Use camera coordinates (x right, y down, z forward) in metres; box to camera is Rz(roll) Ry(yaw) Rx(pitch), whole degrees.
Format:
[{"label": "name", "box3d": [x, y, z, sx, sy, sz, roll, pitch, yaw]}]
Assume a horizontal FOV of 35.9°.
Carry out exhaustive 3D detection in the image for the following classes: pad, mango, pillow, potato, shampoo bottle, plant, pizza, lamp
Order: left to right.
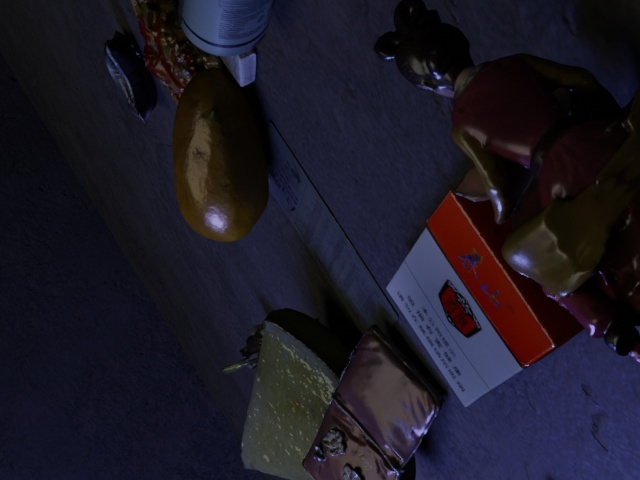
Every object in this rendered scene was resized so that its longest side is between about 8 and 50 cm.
[{"label": "pillow", "box3d": [-0.290, -0.250, 1.507, 0.091, 0.055, 0.136, 33, 147, 63]}, {"label": "pizza", "box3d": [-0.173, -0.221, 1.194, 0.199, 0.062, 0.188, 31, 149, 58]}, {"label": "mango", "box3d": [-0.115, -0.094, 1.135, 0.227, 0.109, 0.147, 90, 180, -46]}, {"label": "shampoo bottle", "box3d": [-0.068, -0.241, 0.794, 0.085, 0.085, 0.262, 58, 164, 8]}, {"label": "plant", "box3d": [-0.100, 0.182, 1.567, 0.116, 0.121, 0.105, 112, 138, -79]}, {"label": "pad", "box3d": [0.001, 0.000, 1.137, 0.265, 0.009, 0.159, 57, 163, 12]}, {"label": "potato", "box3d": [0.032, 0.244, 1.248, 0.255, 0.112, 0.270, 35, 131, 31]}, {"label": "pillow", "box3d": [0.055, 0.214, 1.108, 0.126, 0.043, 0.233, 41, 127, 27]}, {"label": "lamp", "box3d": [0.129, -0.030, 0.497, 0.253, 0.118, 0.118, 40, 155, 35]}]

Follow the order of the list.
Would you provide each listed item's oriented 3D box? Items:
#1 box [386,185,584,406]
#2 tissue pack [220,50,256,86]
[{"label": "box", "box3d": [0.123, 0.052, 0.805, 0.139, 0.035, 0.245, 58, 164, 11]}, {"label": "tissue pack", "box3d": [-0.104, -0.220, 1.050, 0.108, 0.023, 0.056, 56, 163, 19]}]
